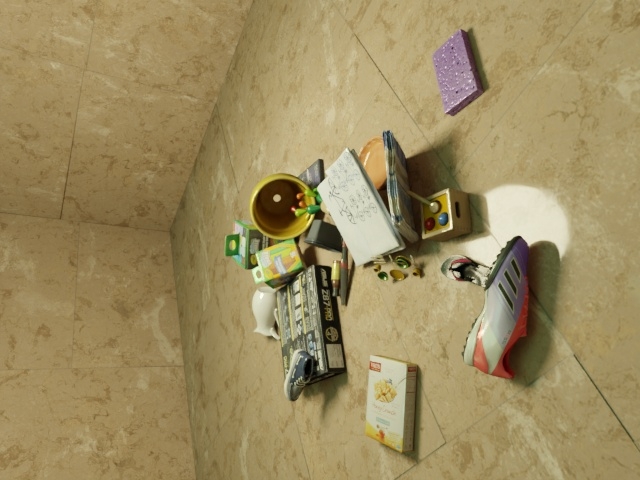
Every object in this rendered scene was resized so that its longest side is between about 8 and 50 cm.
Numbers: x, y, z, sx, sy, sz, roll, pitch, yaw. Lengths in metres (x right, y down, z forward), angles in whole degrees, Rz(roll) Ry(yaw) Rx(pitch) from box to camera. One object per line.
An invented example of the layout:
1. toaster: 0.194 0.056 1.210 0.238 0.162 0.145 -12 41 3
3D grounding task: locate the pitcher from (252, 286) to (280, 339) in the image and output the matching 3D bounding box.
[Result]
1. pitcher: -0.219 0.318 2.101 0.178 0.125 0.207 15 108 39

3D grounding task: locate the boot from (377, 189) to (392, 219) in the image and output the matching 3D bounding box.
1. boot: 0.153 -0.114 1.548 0.115 0.112 0.305 -43 36 -15

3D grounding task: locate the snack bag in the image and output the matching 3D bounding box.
1. snack bag: 0.101 -0.084 1.478 0.323 0.037 0.342 62 158 2

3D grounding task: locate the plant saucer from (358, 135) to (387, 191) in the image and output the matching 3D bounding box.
1. plant saucer: 0.183 -0.245 1.598 0.200 0.037 0.200 -22 65 57

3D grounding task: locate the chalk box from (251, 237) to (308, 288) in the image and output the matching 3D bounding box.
1. chalk box: -0.171 0.102 1.904 0.132 0.213 0.132 61 -173 -70

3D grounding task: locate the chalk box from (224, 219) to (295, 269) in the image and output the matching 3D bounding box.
1. chalk box: -0.272 0.013 2.049 0.179 0.289 0.180 27 115 59

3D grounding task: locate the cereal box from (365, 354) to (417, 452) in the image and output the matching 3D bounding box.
1. cereal box: 0.202 0.464 1.399 0.173 0.047 0.240 -8 77 59

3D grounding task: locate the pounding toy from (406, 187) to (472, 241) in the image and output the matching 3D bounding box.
1. pounding toy: 0.311 -0.079 1.278 0.130 0.100 0.141 -24 63 55

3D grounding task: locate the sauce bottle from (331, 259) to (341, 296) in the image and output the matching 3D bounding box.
1. sauce bottle: 0.059 0.135 1.721 0.042 0.042 0.128 -6 76 59

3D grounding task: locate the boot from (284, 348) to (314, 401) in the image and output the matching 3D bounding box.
1. boot: -0.072 0.478 1.669 0.086 0.069 0.190 16 98 61

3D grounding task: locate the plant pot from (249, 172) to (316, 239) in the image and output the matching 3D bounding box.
1. plant pot: -0.162 -0.153 1.941 0.239 0.254 0.254 -125 48 -70

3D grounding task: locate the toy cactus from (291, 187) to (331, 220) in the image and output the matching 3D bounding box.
1. toy cactus: 0.011 -0.132 1.742 0.180 0.219 0.112 54 167 53

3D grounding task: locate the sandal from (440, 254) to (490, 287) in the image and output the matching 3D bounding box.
1. sandal: 0.365 0.076 1.212 0.179 0.040 0.067 19 100 59

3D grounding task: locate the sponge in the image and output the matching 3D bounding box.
1. sponge: 0.372 -0.462 1.326 0.117 0.031 0.210 -36 53 51

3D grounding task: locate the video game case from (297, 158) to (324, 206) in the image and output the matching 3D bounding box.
1. video game case: -0.062 -0.196 2.017 0.274 0.026 0.196 -30 59 53

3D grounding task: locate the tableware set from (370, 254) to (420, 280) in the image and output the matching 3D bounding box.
1. tableware set: 0.221 0.087 1.416 0.154 0.104 0.024 -3 41 41

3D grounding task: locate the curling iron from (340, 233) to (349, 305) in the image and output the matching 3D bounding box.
1. curling iron: 0.088 0.090 1.685 0.068 0.035 0.274 3 -93 -78

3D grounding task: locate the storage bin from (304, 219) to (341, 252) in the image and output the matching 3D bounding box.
1. storage bin: 0.016 -0.017 1.752 0.098 0.135 0.091 5 76 60

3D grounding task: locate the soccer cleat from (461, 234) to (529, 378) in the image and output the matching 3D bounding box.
1. soccer cleat: 0.418 0.149 1.069 0.116 0.109 0.318 22 101 36

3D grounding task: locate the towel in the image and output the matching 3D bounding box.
1. towel: 0.230 -0.148 1.365 0.034 0.209 0.285 -11 69 22

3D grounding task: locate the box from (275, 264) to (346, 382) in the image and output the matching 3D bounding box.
1. box: -0.049 0.329 1.812 0.318 0.097 0.395 -38 53 48
